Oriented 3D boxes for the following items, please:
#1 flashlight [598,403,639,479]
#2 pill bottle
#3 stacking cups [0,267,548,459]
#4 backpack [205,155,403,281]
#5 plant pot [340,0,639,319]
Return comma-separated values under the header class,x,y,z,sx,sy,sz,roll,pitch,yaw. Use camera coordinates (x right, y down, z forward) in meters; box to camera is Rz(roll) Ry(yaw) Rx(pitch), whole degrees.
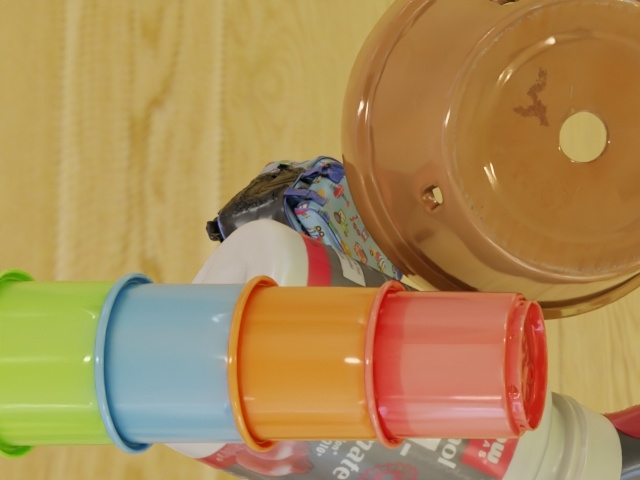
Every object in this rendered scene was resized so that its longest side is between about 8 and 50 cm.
class,x,y,z,sx,sy,sz,roll,pitch,yaw
flashlight,0.266,0.137,1.536,0.304,0.103,0.103,-24,122,19
pill bottle,0.054,0.125,1.399,0.318,0.176,0.176,26,85,-22
stacking cups,-0.059,0.051,0.877,0.316,0.096,0.096,-3,80,20
backpack,0.000,0.000,1.680,0.117,0.173,0.158,-20,105,26
plant pot,0.170,-0.075,1.420,0.291,0.203,0.291,-1,95,-7
